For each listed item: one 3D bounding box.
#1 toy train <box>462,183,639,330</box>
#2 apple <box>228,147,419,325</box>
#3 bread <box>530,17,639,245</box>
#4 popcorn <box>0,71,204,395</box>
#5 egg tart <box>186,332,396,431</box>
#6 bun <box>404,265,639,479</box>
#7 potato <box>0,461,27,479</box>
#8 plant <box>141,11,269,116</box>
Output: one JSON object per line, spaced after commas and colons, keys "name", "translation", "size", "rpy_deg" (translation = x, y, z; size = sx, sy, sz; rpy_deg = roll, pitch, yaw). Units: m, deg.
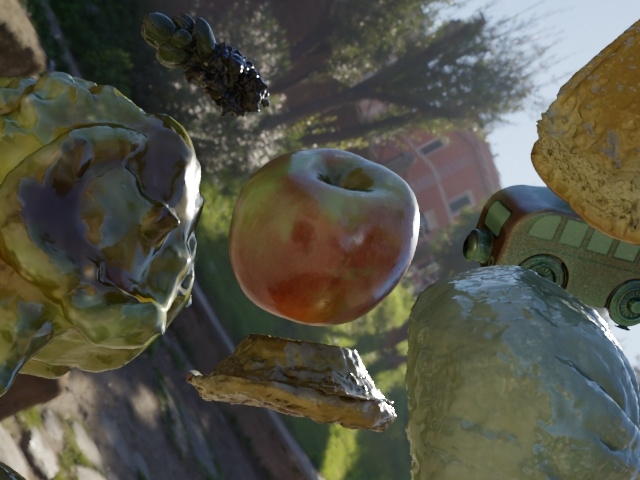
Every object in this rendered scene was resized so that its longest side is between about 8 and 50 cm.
{"name": "toy train", "translation": [0.364, 0.017, 1.178], "size": [0.129, 0.326, 0.159], "rpy_deg": [-110, -144, -68]}
{"name": "apple", "translation": [0.000, 0.000, 1.435], "size": [0.319, 0.319, 0.277], "rpy_deg": [-122, -141, -51]}
{"name": "bread", "translation": [0.313, -0.117, 0.744], "size": [0.174, 0.245, 0.121], "rpy_deg": [47, 1, 44]}
{"name": "popcorn", "translation": [-0.262, -0.001, 0.847], "size": [0.279, 0.274, 0.335], "rpy_deg": [61, 32, -79]}
{"name": "egg tart", "translation": [-0.038, 0.223, 1.340], "size": [0.341, 0.341, 0.129], "rpy_deg": [77, 23, -80]}
{"name": "bun", "translation": [0.113, 0.104, 0.446], "size": [0.195, 0.118, 0.195], "rpy_deg": [-8, 90, -79]}
{"name": "potato", "translation": [-0.333, 0.296, 0.673], "size": [0.229, 0.229, 0.266], "rpy_deg": [63, 25, -22]}
{"name": "plant", "translation": [-0.132, -0.206, 0.954], "size": [0.174, 0.087, 0.085], "rpy_deg": [33, -19, -31]}
